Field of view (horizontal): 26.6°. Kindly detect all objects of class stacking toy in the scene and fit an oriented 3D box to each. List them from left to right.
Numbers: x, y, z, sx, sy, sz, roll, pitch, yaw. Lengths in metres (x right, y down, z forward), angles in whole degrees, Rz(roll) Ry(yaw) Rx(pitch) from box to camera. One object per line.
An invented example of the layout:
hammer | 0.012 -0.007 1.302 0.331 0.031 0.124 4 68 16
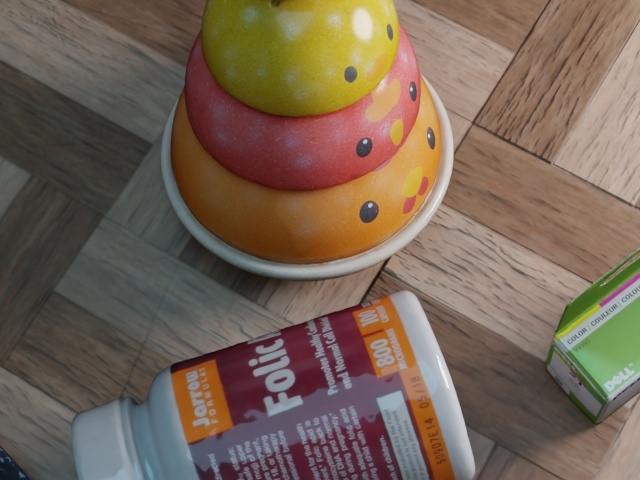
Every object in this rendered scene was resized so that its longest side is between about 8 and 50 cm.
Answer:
stacking toy | -0.025 -0.200 1.450 0.351 0.480 0.350 -1 62 2

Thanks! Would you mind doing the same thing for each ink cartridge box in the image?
ink cartridge box | 0.348 0.084 1.454 0.189 0.255 0.097 -36 72 -7

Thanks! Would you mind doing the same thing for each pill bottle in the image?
pill bottle | -0.052 0.214 1.461 0.392 0.224 0.224 -18 70 -2

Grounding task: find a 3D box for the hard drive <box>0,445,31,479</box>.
hard drive | -0.420 0.305 1.551 0.255 0.054 0.172 43 79 15
